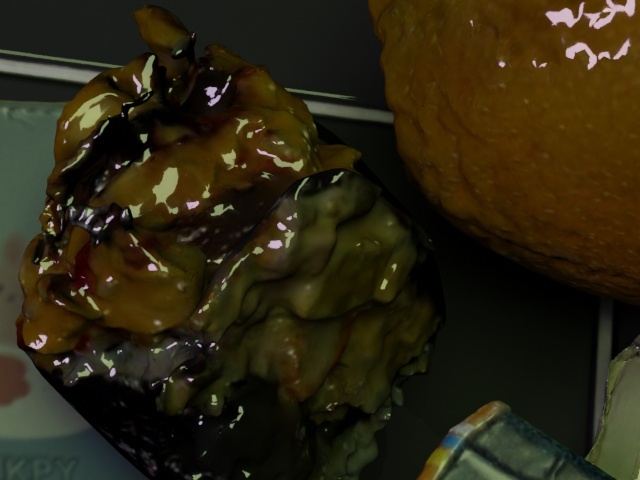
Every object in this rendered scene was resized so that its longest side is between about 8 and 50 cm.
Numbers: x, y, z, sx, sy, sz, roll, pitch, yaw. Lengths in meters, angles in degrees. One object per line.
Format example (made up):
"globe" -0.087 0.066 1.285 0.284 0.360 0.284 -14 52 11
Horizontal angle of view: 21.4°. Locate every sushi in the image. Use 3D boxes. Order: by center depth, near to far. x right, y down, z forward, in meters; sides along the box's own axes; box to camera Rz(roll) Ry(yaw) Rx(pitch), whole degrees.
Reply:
"sushi" -0.051 0.006 0.849 0.204 0.200 0.213 31 67 34

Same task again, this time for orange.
"orange" 0.207 -0.116 0.903 0.357 0.322 0.322 -10 67 0

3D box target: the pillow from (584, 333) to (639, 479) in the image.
"pillow" 0.243 0.129 0.935 0.208 0.053 0.119 19 62 4

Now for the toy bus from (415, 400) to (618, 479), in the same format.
"toy bus" 0.154 0.244 0.822 0.323 0.162 0.194 32 65 11

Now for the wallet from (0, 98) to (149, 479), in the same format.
"wallet" -0.186 0.080 0.886 0.252 0.083 0.360 2 63 -26

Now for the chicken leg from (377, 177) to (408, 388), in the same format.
"chicken leg" 0.007 0.001 0.975 0.089 0.048 0.219 -4 67 -10
